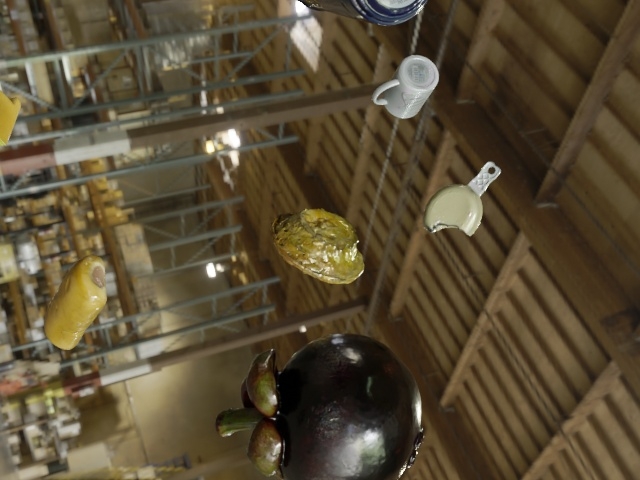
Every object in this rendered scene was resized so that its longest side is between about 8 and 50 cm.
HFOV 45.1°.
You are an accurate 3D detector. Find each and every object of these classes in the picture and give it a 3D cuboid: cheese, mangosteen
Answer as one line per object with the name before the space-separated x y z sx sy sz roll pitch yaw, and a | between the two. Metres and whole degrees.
cheese | 0.397 -0.124 2.195 0.163 0.071 0.249 24 -83 26
mangosteen | 0.004 0.374 1.667 0.382 0.435 0.382 18 90 -88

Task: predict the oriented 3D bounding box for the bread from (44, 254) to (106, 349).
bread | -0.599 0.156 1.870 0.305 0.091 0.142 -46 -136 43

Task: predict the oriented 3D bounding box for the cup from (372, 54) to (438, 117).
cup | 0.199 -0.349 1.809 0.099 0.136 0.133 44 -23 4

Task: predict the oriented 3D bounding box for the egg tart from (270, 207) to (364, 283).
egg tart | 0.000 0.000 1.407 0.074 0.191 0.191 -62 -139 31

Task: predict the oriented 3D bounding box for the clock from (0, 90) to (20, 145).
clock | -0.837 -0.269 1.623 0.244 0.317 0.200 58 35 -45

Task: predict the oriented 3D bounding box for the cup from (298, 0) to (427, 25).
cup | 0.099 -0.465 1.266 0.256 0.255 0.178 42 -28 55
